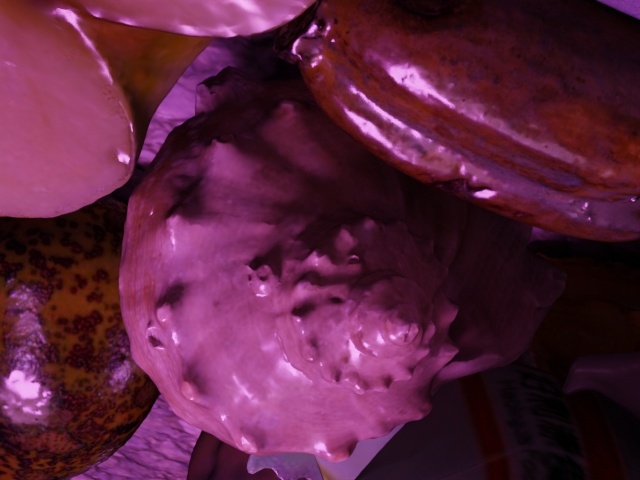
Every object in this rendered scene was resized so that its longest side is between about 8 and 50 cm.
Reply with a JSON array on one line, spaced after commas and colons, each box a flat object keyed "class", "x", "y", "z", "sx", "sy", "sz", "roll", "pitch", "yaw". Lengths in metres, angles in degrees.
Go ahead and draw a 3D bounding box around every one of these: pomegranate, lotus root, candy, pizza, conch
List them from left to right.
[{"class": "pomegranate", "x": -0.165, "y": 0.047, "z": 1.181, "sx": 0.222, "sy": 0.276, "sz": 0.204, "roll": -3, "pitch": 111, "yaw": 66}, {"class": "conch", "x": 0.002, "y": -0.009, "z": 0.967, "sx": 0.263, "sy": 0.324, "sz": 0.186, "roll": -2, "pitch": 119, "yaw": -24}, {"class": "candy", "x": 0.109, "y": 0.168, "z": 0.967, "sx": 0.263, "sy": 0.172, "sz": 0.398, "roll": 13, "pitch": -170, "yaw": -9}, {"class": "lotus root", "x": 0.098, "y": -0.081, "z": 0.864, "sx": 0.241, "sy": 0.123, "sz": 0.124, "roll": 26, "pitch": 133, "yaw": -9}, {"class": "pizza", "x": 0.230, "y": 0.085, "z": 1.130, "sx": 0.204, "sy": 0.081, "sz": 0.188, "roll": 5, "pitch": 151, "yaw": 16}]

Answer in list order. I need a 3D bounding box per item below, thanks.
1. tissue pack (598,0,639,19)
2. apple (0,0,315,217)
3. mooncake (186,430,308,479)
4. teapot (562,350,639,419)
[{"class": "tissue pack", "x": 0.168, "y": -0.147, "z": 0.788, "sx": 0.156, "sy": 0.051, "sz": 0.112, "roll": 22, "pitch": 153, "yaw": -12}, {"class": "apple", "x": -0.179, "y": -0.176, "z": 0.674, "sx": 0.360, "sy": 0.320, "sz": 0.311, "roll": 33, "pitch": -175, "yaw": -19}, {"class": "mooncake", "x": 0.042, "y": 0.184, "z": 1.307, "sx": 0.290, "sy": 0.161, "sz": 0.290, "roll": 13, "pitch": 152, "yaw": 7}, {"class": "teapot", "x": 0.273, "y": 0.023, "z": 0.875, "sx": 0.149, "sy": 0.220, "sz": 0.318, "roll": 53, "pitch": 161, "yaw": 8}]
